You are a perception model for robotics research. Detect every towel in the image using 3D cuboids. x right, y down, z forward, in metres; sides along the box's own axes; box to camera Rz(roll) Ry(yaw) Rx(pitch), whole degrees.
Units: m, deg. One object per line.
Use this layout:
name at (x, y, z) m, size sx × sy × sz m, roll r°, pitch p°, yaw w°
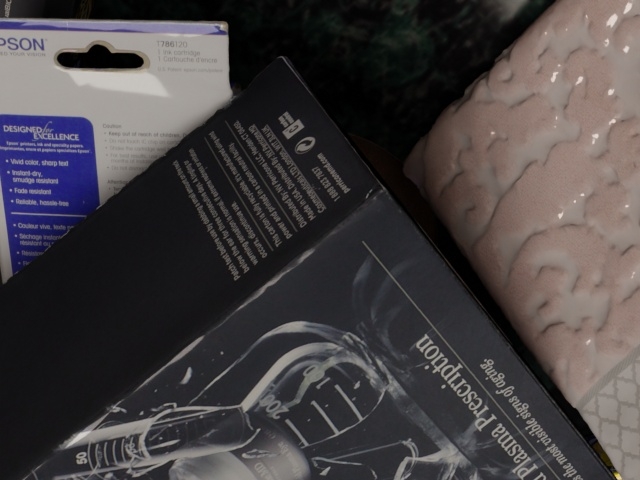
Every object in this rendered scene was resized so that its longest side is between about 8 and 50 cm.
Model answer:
towel at (0.230, -0.040, 0.807) m, size 0.332 × 0.053 × 0.317 m, roll -46°, pitch 61°, yaw 29°

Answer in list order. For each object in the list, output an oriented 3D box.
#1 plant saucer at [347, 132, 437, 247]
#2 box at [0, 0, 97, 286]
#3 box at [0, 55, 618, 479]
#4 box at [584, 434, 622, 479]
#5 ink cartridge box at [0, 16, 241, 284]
plant saucer at (0.000, 0.000, 0.995) m, size 0.168 × 0.029 × 0.168 m, roll 5°, pitch 121°, yaw 9°
box at (-0.324, -0.113, 0.968) m, size 0.293 × 0.073 × 0.296 m, roll 19°, pitch 121°, yaw -1°
box at (-0.028, 0.125, 0.875) m, size 0.312 × 0.179 × 0.343 m, roll -38°, pitch 128°, yaw 4°
box at (0.210, 0.186, 1.045) m, size 0.168 × 0.059 × 0.054 m, roll -19°, pitch 113°, yaw 20°
ink cartridge box at (-0.133, -0.009, 0.927) m, size 0.165 × 0.065 × 0.333 m, roll 3°, pitch 124°, yaw 1°
